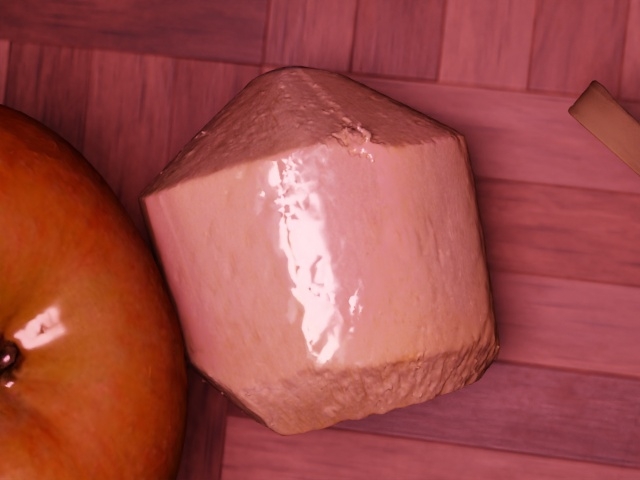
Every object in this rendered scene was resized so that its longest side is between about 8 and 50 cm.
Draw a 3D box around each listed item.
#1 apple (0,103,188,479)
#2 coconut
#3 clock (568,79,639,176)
[{"bbox_3d":[-0.271,0.103,1.149,0.400,0.333,0.400,2,87,-27],"label":"apple"},{"bbox_3d":[0.000,0.000,1.265,0.239,0.239,0.244,-15,91,10],"label":"coconut"},{"bbox_3d":[0.259,-0.020,1.212,0.235,0.235,0.029,42,99,6],"label":"clock"}]
